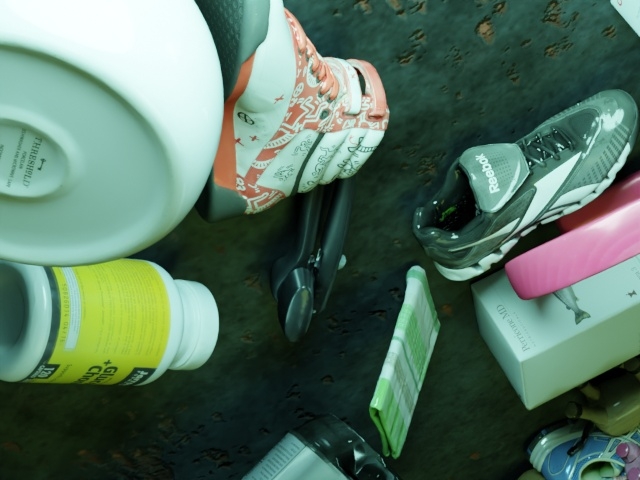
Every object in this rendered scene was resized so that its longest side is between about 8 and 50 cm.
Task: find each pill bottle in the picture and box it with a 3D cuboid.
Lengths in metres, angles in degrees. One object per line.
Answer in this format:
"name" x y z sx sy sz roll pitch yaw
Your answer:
"pill bottle" -0.175 0.064 1.389 0.184 0.103 0.103 6 132 -41

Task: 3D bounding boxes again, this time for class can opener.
"can opener" 0.000 0.000 1.483 0.059 0.073 0.186 -1 129 -24

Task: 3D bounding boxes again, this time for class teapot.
"teapot" -0.171 -0.115 1.099 0.256 0.187 0.252 -16 134 28

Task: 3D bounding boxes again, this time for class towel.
"towel" 0.075 0.114 1.629 0.023 0.152 0.113 9 149 19

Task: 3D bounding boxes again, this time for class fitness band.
"fitness band" 0.299 -0.029 1.565 0.291 0.054 0.209 -28 -177 3

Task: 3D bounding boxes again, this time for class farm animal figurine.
"farm animal figurine" 0.464 0.150 1.894 0.172 0.330 0.327 23 92 -48

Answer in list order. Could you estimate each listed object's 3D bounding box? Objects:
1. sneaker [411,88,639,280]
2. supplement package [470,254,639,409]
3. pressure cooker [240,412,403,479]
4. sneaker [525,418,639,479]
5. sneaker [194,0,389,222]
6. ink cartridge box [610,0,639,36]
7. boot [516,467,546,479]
"sneaker" 0.174 -0.054 1.522 0.234 0.078 0.106 -38 148 16
"supplement package" 0.253 0.067 1.717 0.179 0.105 0.105 -27 147 -7
"pressure cooker" -0.023 0.424 1.683 0.420 0.375 0.370 -44 150 -8
"sneaker" 0.347 0.239 2.035 0.211 0.081 0.080 -22 144 -15
"sneaker" -0.020 -0.125 1.275 0.145 0.090 0.270 -17 148 -20
"ink cartridge box" 0.290 -0.190 1.393 0.052 0.122 0.088 -22 146 -19
"boot" 0.142 0.340 1.990 0.269 0.089 0.236 23 83 -31
